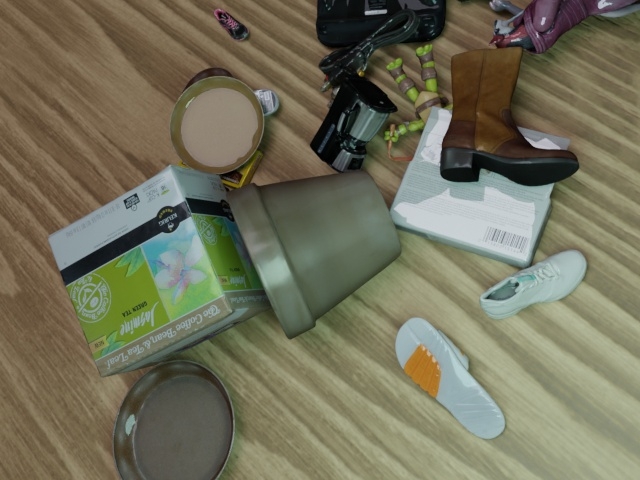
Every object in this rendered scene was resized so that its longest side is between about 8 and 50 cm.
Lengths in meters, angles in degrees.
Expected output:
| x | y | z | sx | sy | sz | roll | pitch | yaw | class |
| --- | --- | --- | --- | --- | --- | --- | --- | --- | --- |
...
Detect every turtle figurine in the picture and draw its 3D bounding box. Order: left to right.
| x | y | z | sx | sy | sz | roll | pitch | yaw | class |
| --- | --- | --- | --- | --- | --- | --- | --- | --- | --- |
| 0.241 | -0.299 | 1.687 | 0.269 | 0.087 | 0.217 | -24 | 83 | 29 | turtle figurine |

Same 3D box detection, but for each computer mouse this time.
| x | y | z | sx | sy | sz | roll | pitch | yaw | class |
| --- | --- | --- | --- | --- | --- | --- | --- | --- | --- |
| -0.190 | -0.314 | 1.916 | 0.193 | 0.042 | 0.106 | -9 | 82 | 8 | computer mouse |

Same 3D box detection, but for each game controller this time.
| x | y | z | sx | sy | sz | roll | pitch | yaw | class |
| --- | --- | --- | --- | --- | --- | --- | --- | --- | --- |
| 0.134 | -0.538 | 1.833 | 0.319 | 0.067 | 0.166 | 4 | 85 | 26 | game controller |

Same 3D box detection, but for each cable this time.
| x | y | z | sx | sy | sz | roll | pitch | yaw | class |
| --- | --- | --- | --- | --- | --- | --- | --- | --- | --- |
| 0.104 | -0.422 | 1.805 | 0.287 | 0.072 | 0.139 | -39 | 45 | 15 | cable |

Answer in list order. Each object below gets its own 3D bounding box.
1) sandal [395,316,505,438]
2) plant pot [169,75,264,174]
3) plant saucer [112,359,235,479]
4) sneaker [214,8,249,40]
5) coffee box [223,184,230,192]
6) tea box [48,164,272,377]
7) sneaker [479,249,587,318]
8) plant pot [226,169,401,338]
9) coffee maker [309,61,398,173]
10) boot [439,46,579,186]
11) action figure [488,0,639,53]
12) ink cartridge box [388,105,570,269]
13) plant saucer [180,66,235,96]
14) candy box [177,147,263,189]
| x | y | z | sx | sy | sz | roll | pitch | yaw | class |
| --- | --- | --- | --- | --- | --- | --- | --- | --- | --- |
| 0.246 | 0.259 | 1.499 | 0.102 | 0.076 | 0.265 | -44 | 79 | 21 | sandal |
| -0.243 | -0.271 | 1.880 | 0.236 | 0.032 | 0.236 | -1 | 85 | 13 | plant pot |
| -0.310 | 0.416 | 1.711 | 0.310 | 0.050 | 0.311 | -9 | 67 | 22 | plant saucer |
| -0.232 | -0.555 | 2.029 | 0.047 | 0.057 | 0.119 | -49 | 60 | 0 | sneaker |
| -0.315 | -0.021 | 1.844 | 0.246 | 0.098 | 0.141 | -29 | 63 | 14 | coffee box |
| -0.329 | 0.067 | 1.656 | 0.329 | 0.220 | 0.323 | -28 | 80 | 17 | tea box |
| 0.395 | 0.079 | 1.476 | 0.212 | 0.094 | 0.080 | -31 | 60 | 12 | sneaker |
| 0.000 | 0.000 | 1.598 | 0.280 | 0.323 | 0.323 | -22 | 62 | -3 | plant pot |
| 0.063 | -0.257 | 1.718 | 0.178 | 0.120 | 0.171 | -59 | 32 | 31 | coffee maker |
| 0.372 | -0.246 | 1.543 | 0.264 | 0.096 | 0.280 | 0 | 66 | 27 | boot |
| 0.502 | -0.472 | 1.608 | 0.370 | 0.248 | 0.276 | -40 | 87 | 6 | action figure |
| 0.316 | -0.109 | 1.584 | 0.296 | 0.066 | 0.261 | 19 | 80 | 24 | ink cartridge box |
| -0.277 | -0.355 | 1.992 | 0.168 | 0.029 | 0.168 | -8 | 69 | 21 | plant saucer |
| -0.244 | -0.194 | 1.918 | 0.206 | 0.027 | 0.105 | 21 | 77 | 30 | candy box |
